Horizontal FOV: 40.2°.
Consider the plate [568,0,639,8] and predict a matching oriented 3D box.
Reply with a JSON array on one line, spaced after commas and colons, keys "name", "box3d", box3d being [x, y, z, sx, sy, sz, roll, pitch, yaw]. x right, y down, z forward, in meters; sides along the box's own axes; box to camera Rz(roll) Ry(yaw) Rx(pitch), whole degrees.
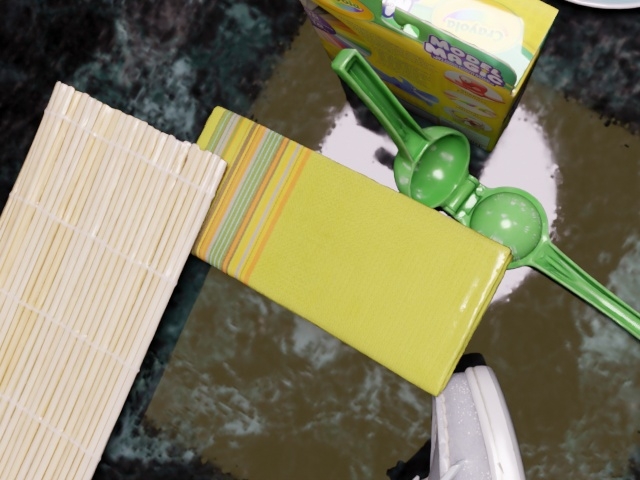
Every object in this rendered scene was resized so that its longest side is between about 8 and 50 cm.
[{"name": "plate", "box3d": [0.202, -0.246, 0.592, 0.188, 0.024, 0.188, 0, 87, 8]}]

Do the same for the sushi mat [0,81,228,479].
[{"name": "sushi mat", "box3d": [-0.189, 0.058, 0.615, 0.151, 0.019, 0.316, 24, 92, 15]}]

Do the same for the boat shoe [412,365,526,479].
[{"name": "boat shoe", "box3d": [0.070, 0.236, 0.538, 0.103, 0.118, 0.320, 4, 94, 3]}]

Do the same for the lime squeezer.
[{"name": "lime squeezer", "box3d": [0.114, -0.024, 0.558, 0.310, 0.110, 0.059, 38, 74, -22]}]

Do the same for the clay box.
[{"name": "clay box", "box3d": [0.060, -0.116, 0.503, 0.127, 0.222, 0.053, 29, 91, 8]}]

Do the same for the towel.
[{"name": "towel", "box3d": [0.000, 0.000, 0.572, 0.237, 0.021, 0.102, 28, 94, 26]}]
